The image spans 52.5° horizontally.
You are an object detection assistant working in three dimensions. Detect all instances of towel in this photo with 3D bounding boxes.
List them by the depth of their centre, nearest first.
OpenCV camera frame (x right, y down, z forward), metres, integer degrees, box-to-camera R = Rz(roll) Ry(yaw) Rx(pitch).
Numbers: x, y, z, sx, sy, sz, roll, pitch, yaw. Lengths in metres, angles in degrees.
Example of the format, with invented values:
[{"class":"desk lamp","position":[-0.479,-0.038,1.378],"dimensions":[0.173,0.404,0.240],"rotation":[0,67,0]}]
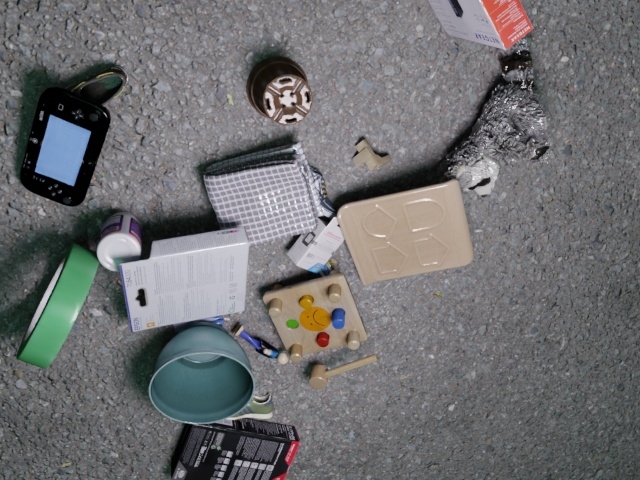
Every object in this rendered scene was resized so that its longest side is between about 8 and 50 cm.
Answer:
[{"class":"towel","position":[-0.152,-0.114,1.750],"dimensions":[0.283,0.121,0.235],"rotation":[-12,115,9]}]

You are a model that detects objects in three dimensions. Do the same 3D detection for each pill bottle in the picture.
[{"class":"pill bottle","position":[-0.521,-0.006,1.695],"dimensions":[0.108,0.193,0.108],"rotation":[-5,114,-11]}]

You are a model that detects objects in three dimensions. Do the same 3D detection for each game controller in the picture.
[{"class":"game controller","position":[-0.634,-0.226,1.603],"dimensions":[0.166,0.067,0.319],"rotation":[17,125,-22]}]

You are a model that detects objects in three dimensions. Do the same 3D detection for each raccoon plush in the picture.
[{"class":"raccoon plush","position":[0.454,-0.350,1.838],"dimensions":[0.299,0.216,0.446],"rotation":[-12,85,8]}]

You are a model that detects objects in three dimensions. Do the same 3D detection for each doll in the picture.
[{"class":"doll","position":[-0.177,0.321,1.968],"dimensions":[0.189,0.129,0.046],"rotation":[36,80,-14]}]

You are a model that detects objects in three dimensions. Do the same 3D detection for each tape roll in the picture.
[{"class":"tape roll","position":[-0.670,0.164,1.662],"dimensions":[0.077,0.321,0.321],"rotation":[27,105,-22]}]

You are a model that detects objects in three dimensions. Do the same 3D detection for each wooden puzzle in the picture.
[{"class":"wooden puzzle","position":[0.251,-0.028,1.886],"dimensions":[0.347,0.080,0.322],"rotation":[-15,131,10]}]

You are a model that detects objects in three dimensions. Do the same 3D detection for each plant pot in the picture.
[{"class":"plant pot","position":[-0.098,-0.374,1.654],"dimensions":[0.167,0.165,0.167],"rotation":[-5,114,-11]},{"class":"plant pot","position":[-0.344,0.361,1.884],"dimensions":[0.293,0.196,0.293],"rotation":[-6,127,-8]}]

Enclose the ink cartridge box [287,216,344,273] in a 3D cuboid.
[{"class":"ink cartridge box","position":[0.000,0.000,1.881],"dimensions":[0.180,0.060,0.104],"rotation":[-52,141,11]}]

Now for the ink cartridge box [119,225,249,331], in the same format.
[{"class":"ink cartridge box","position":[-0.362,0.109,1.751],"dimensions":[0.330,0.071,0.324],"rotation":[-8,143,-17]}]

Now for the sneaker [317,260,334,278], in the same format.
[{"class":"sneaker","position":[0.024,0.127,1.969],"dimensions":[0.059,0.053,0.144],"rotation":[-21,111,2]}]

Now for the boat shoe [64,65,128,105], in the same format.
[{"class":"boat shoe","position":[-0.578,-0.354,1.598],"dimensions":[0.227,0.069,0.081],"rotation":[-33,117,2]}]

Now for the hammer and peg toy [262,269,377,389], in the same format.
[{"class":"hammer and peg toy","position":[0.010,0.267,1.952],"dimensions":[0.266,0.127,0.361],"rotation":[-16,120,12]}]

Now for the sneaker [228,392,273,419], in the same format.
[{"class":"sneaker","position":[-0.241,0.521,2.073],"dimensions":[0.192,0.064,0.086],"rotation":[4,105,-16]}]

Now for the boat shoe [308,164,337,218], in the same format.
[{"class":"boat shoe","position":[-0.003,-0.139,1.834],"dimensions":[0.183,0.065,0.083],"rotation":[37,105,-23]}]

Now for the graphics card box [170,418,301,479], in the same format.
[{"class":"graphics card box","position":[-0.278,0.693,2.119],"dimensions":[0.371,0.094,0.233],"rotation":[15,109,-20]}]

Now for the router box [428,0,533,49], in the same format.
[{"class":"router box","position":[0.332,-0.623,1.553],"dimensions":[0.082,0.335,0.301],"rotation":[-37,116,3]}]

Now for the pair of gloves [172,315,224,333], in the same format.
[{"class":"pair of gloves","position":[-0.369,0.208,1.923],"dimensions":[0.159,0.023,0.198],"rotation":[-8,114,-10]}]

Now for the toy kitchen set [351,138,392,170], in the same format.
[{"class":"toy kitchen set","position":[0.140,-0.240,1.850],"dimensions":[0.068,0.075,0.083],"rotation":[-36,84,44]}]
